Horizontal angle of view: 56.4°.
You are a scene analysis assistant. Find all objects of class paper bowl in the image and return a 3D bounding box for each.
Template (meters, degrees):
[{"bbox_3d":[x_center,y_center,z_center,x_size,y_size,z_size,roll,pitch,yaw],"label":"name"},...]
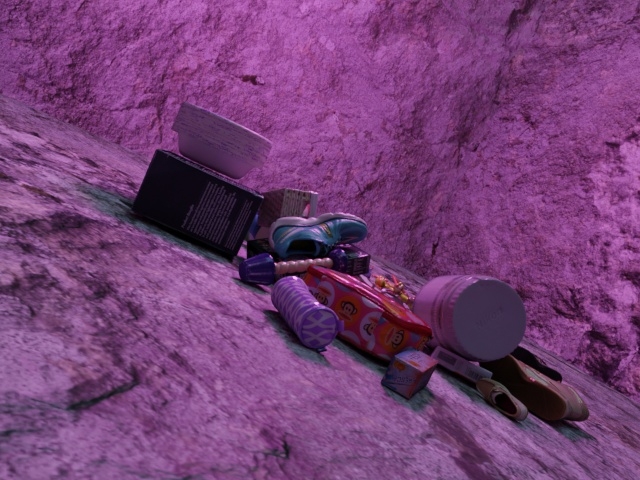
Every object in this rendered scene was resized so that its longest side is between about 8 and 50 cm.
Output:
[{"bbox_3d":[-0.293,-0.276,1.724,0.284,0.148,0.284,25,2,-1],"label":"paper bowl"}]

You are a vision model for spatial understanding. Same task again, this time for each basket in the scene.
[{"bbox_3d":[-0.095,-0.085,1.666,0.103,0.113,0.167,13,-7,-30],"label":"basket"}]

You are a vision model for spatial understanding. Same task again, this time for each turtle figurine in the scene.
[{"bbox_3d":[0.277,0.192,2.168,0.217,0.087,0.269,32,-6,-16],"label":"turtle figurine"}]

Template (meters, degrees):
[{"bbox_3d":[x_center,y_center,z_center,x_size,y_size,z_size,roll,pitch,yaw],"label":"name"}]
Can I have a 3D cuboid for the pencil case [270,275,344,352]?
[{"bbox_3d":[-0.031,0.133,1.157,0.088,0.086,0.206,-13,21,-19],"label":"pencil case"}]

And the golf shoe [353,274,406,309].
[{"bbox_3d":[0.134,0.164,1.652,0.273,0.105,0.120,22,15,-24],"label":"golf shoe"}]

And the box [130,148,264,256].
[{"bbox_3d":[-0.329,-0.109,1.635,0.294,0.182,0.296,25,3,-10],"label":"box"}]

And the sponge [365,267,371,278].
[{"bbox_3d":[0.087,0.110,1.791,0.117,0.031,0.210,11,-18,3],"label":"sponge"}]

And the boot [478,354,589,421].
[{"bbox_3d":[0.558,0.379,1.560,0.203,0.095,0.262,21,9,-44],"label":"boot"}]

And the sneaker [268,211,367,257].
[{"bbox_3d":[0.000,0.000,1.570,0.276,0.107,0.110,-8,43,-19],"label":"sneaker"}]

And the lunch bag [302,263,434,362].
[{"bbox_3d":[0.104,0.172,1.359,0.293,0.120,0.258,30,2,31],"label":"lunch bag"}]

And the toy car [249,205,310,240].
[{"bbox_3d":[-0.069,-0.001,1.884,0.238,0.210,0.219,39,5,-44],"label":"toy car"}]

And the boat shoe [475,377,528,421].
[{"bbox_3d":[0.397,0.348,1.326,0.045,0.050,0.135,29,1,-43],"label":"boat shoe"}]

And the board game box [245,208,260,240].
[{"bbox_3d":[-0.201,-0.047,1.998,0.260,0.124,0.039,27,6,16],"label":"board game box"}]

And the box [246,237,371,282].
[{"bbox_3d":[-0.035,0.045,1.624,0.270,0.060,0.216,-8,24,-32],"label":"box"}]

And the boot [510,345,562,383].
[{"bbox_3d":[0.668,0.401,1.993,0.236,0.085,0.178,32,2,-10],"label":"boot"}]

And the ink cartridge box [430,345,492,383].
[{"bbox_3d":[0.344,0.322,1.503,0.145,0.045,0.179,26,-13,12],"label":"ink cartridge box"}]

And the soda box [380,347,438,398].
[{"bbox_3d":[0.175,0.252,1.147,0.063,0.058,0.183,28,4,21],"label":"soda box"}]

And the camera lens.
[{"bbox_3d":[0.377,0.199,1.557,0.220,0.219,0.274,25,-9,-9],"label":"camera lens"}]

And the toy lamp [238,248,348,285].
[{"bbox_3d":[-0.064,0.061,1.427,0.275,0.080,0.080,-6,24,-35],"label":"toy lamp"}]
